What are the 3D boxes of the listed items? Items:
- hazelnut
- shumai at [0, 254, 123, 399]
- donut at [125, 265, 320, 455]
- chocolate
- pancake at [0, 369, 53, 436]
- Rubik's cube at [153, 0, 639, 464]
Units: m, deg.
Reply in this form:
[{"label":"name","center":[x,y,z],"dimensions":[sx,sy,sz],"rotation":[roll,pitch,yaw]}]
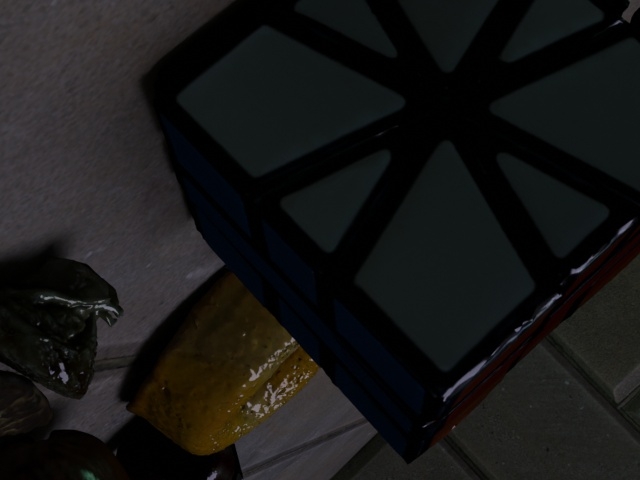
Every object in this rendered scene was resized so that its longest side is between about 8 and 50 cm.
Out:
[{"label":"hazelnut","center":[-0.268,0.267,1.005],"dimensions":[0.204,0.177,0.178],"rotation":[-7,154,-13]},{"label":"shumai","center":[-0.190,0.052,0.763],"dimensions":[0.087,0.099,0.123],"rotation":[-59,168,-16]},{"label":"donut","center":[-0.080,0.124,1.192],"dimensions":[0.278,0.108,0.277],"rotation":[-40,164,-13]},{"label":"chocolate","center":[-0.165,0.245,1.284],"dimensions":[0.080,0.149,0.125],"rotation":[64,36,-74]},{"label":"pancake","center":[-0.321,0.171,0.746],"dimensions":[0.286,0.033,0.288],"rotation":[-23,159,-28]},{"label":"Rubik's cube","center":[0.081,-0.046,0.802],"dimensions":[0.293,0.288,0.283],"rotation":[-38,163,-14]}]
